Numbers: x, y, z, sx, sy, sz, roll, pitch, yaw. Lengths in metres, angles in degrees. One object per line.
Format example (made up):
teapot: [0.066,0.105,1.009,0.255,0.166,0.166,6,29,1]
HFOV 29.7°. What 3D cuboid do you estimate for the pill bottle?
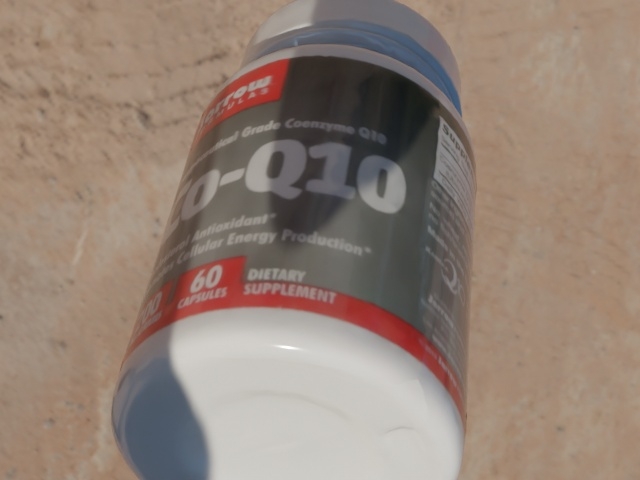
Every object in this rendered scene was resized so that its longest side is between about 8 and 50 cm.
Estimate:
pill bottle: [0.000,0.000,0.634,0.283,0.161,0.161,-80,149,-46]
